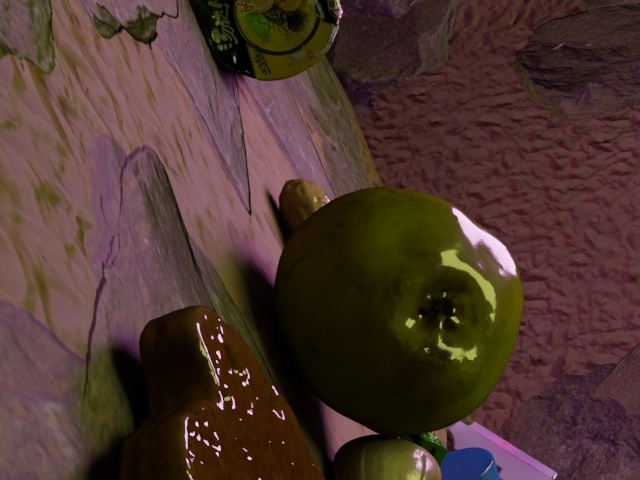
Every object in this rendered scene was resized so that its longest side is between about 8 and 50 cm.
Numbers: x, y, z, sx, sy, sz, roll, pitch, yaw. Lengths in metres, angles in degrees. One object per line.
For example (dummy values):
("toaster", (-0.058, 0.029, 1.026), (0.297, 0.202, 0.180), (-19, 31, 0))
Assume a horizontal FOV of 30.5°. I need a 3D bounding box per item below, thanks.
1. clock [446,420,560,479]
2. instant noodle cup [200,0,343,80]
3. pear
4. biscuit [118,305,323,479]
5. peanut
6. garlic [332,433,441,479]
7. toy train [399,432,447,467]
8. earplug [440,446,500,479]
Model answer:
("clock", (0.315, 0.449, 2.057), (0.253, 0.083, 0.186), (28, -47, 41))
("instant noodle cup", (-0.077, -0.347, 1.866), (0.236, 0.216, 0.215), (-113, 179, -88))
("pear", (0.077, 0.074, 1.398), (0.287, 0.287, 0.375), (65, -10, -11))
("biscuit", (-0.043, 0.218, 0.826), (0.381, 0.074, 0.359), (51, 15, -55))
("peanut", (0.000, 0.000, 1.703), (0.099, 0.099, 0.214), (51, 19, -63))
("garlic", (0.081, 0.277, 1.351), (0.128, 0.115, 0.207), (61, 4, 6))
("toy train", (0.154, 0.306, 1.852), (0.044, 0.042, 0.209), (28, 3, -9))
("earplug", (0.270, 0.498, 1.967), (0.132, 0.132, 0.273), (-83, 153, -75))
